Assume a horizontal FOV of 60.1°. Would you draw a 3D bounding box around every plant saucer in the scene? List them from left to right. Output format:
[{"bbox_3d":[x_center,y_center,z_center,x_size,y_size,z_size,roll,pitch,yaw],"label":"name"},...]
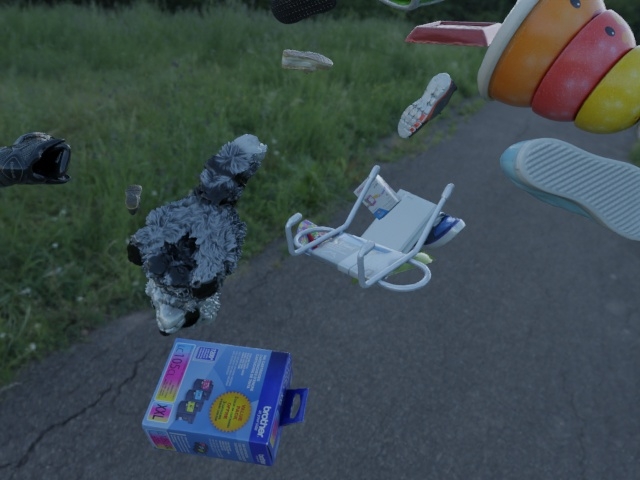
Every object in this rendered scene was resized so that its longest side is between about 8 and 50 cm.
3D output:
[{"bbox_3d":[0.193,0.070,1.512,0.241,0.037,0.241,-17,-3,-1],"label":"plant saucer"},{"bbox_3d":[0.426,-0.643,1.711,0.259,0.048,0.258,14,30,28],"label":"plant saucer"}]

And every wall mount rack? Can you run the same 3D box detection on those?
[{"bbox_3d":[0.108,-0.032,1.172,0.350,0.130,0.304,22,40,39],"label":"wall mount rack"}]

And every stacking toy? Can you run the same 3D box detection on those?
[{"bbox_3d":[0.642,-0.364,1.265,0.480,0.351,0.350,42,28,19],"label":"stacking toy"}]

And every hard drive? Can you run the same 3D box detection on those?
[{"bbox_3d":[0.257,-0.028,1.956,0.040,0.307,0.203,44,-7,-40],"label":"hard drive"}]

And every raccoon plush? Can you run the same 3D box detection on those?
[{"bbox_3d":[-0.235,0.015,1.265,0.216,0.299,0.446,38,70,11],"label":"raccoon plush"}]

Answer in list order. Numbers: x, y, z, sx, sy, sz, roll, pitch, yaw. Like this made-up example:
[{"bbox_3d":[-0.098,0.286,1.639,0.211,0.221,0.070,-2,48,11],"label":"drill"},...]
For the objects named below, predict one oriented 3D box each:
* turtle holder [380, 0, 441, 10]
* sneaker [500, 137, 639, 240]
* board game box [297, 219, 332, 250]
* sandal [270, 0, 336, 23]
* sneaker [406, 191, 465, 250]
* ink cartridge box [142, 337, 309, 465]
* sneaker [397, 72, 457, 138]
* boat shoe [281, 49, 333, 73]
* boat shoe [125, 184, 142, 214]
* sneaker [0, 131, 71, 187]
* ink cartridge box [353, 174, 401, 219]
[{"bbox_3d":[0.143,-0.480,0.777,0.243,0.227,0.320,35,0,14],"label":"turtle holder"},{"bbox_3d":[0.535,-0.116,1.134,0.366,0.135,0.150,26,7,-12],"label":"sneaker"},{"bbox_3d":[0.000,0.000,1.771,0.168,0.033,0.133,30,45,-32],"label":"board game box"},{"bbox_3d":[-0.036,-0.548,1.291,0.179,0.067,0.040,4,27,30],"label":"sandal"},{"bbox_3d":[0.373,-0.089,2.075,0.236,0.130,0.323,51,-21,-5],"label":"sneaker"},{"bbox_3d":[-0.231,0.431,1.486,0.395,0.151,0.270,6,49,7],"label":"ink cartridge box"},{"bbox_3d":[0.231,-0.272,1.165,0.065,0.158,0.061,15,36,-44],"label":"sneaker"},{"bbox_3d":[-0.045,-0.559,1.754,0.170,0.059,0.063,3,43,-22],"label":"boat shoe"},{"bbox_3d":[-0.655,-0.144,1.932,0.056,0.049,0.152,5,34,-11],"label":"boat shoe"},{"bbox_3d":[-0.497,-0.147,1.002,0.130,0.087,0.227,0,16,-4],"label":"sneaker"},{"bbox_3d":[0.177,-0.139,1.723,0.122,0.088,0.052,48,26,7],"label":"ink cartridge box"}]
